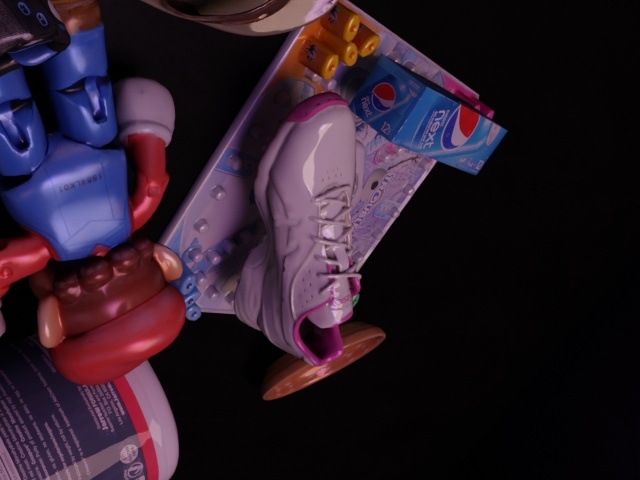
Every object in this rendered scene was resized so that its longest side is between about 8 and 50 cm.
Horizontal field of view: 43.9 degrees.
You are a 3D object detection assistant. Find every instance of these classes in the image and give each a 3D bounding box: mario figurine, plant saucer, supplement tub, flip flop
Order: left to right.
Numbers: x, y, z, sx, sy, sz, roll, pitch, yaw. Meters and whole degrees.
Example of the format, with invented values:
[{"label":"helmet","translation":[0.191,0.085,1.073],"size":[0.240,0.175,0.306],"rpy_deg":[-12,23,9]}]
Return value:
[{"label":"supplement tub","translation":[-0.287,0.198,0.722],"size":[0.272,0.191,0.191],"rpy_deg":[-25,144,-33]},{"label":"mario figurine","translation":[-0.210,-0.029,0.621],"size":[0.198,0.170,0.320],"rpy_deg":[-7,120,1]},{"label":"flip flop","translation":[-0.074,-0.212,0.616],"size":[0.277,0.080,0.112],"rpy_deg":[-1,127,-51]},{"label":"plant saucer","translation":[-0.001,0.170,1.152],"size":[0.200,0.037,0.200],"rpy_deg":[-26,164,-8]}]

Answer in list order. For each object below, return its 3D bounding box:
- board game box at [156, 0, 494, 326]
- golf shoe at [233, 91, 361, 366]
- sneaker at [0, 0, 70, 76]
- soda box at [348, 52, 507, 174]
[{"label":"board game box","translation":[0.014,-0.053,0.948],"size":[0.390,0.050,0.390],"rpy_deg":[-56,149,14]},{"label":"golf shoe","translation":[0.000,0.000,0.806],"size":[0.115,0.140,0.306],"rpy_deg":[-21,140,-35]},{"label":"sneaker","translation":[-0.174,-0.176,0.464],"size":[0.217,0.121,0.079],"rpy_deg":[-49,-170,-10]},{"label":"soda box","translation":[0.123,-0.132,0.870],"size":[0.210,0.071,0.067],"rpy_deg":[8,120,-55]}]
